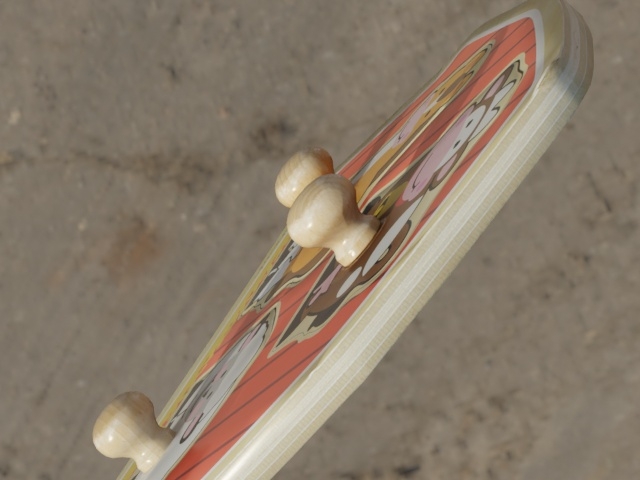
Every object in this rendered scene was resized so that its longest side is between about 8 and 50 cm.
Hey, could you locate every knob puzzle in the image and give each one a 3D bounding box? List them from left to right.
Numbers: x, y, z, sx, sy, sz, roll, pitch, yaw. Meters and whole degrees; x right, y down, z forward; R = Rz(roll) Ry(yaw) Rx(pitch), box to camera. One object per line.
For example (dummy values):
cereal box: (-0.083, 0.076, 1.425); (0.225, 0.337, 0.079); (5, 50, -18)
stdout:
knob puzzle: (0.000, 0.000, 0.415); (0.030, 0.213, 0.213); (40, 127, -8)
